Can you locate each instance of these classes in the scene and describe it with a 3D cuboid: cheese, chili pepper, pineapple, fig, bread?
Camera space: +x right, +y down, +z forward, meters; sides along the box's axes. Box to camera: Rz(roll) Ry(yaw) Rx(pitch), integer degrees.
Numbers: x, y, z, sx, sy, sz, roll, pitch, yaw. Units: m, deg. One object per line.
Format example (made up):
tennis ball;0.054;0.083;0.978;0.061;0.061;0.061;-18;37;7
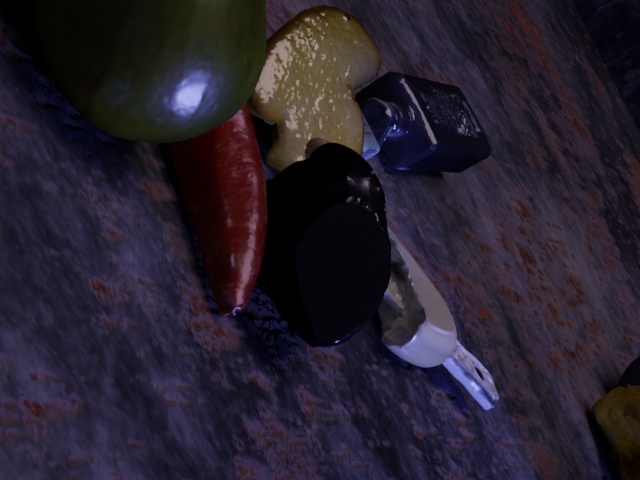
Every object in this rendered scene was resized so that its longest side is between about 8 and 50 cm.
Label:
cheese;0.100;0.082;1.823;0.235;0.050;0.127;46;19;-44
chili pepper;-0.080;-0.058;1.508;0.063;0.071;0.272;110;-30;-58
pineapple;0.398;0.269;2.290;0.236;0.114;0.186;68;17;13
fig;-0.116;-0.168;1.402;0.181;0.191;0.181;19;28;-10
bread;-0.009;-0.126;1.786;0.187;0.065;0.149;-47;114;-45

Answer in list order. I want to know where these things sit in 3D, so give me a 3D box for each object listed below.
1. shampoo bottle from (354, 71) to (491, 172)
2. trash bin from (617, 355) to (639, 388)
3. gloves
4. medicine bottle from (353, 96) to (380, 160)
shampoo bottle;0.104;-0.126;2.143;0.098;0.071;0.309;64;17;8
trash bin;0.456;0.194;2.515;0.161;0.175;0.175;5;57;-59
gloves;0.000;0.000;1.567;0.203;0.124;0.164;-174;-91;-74
medicine bottle;0.002;-0.123;1.865;0.118;0.055;0.074;63;18;8
